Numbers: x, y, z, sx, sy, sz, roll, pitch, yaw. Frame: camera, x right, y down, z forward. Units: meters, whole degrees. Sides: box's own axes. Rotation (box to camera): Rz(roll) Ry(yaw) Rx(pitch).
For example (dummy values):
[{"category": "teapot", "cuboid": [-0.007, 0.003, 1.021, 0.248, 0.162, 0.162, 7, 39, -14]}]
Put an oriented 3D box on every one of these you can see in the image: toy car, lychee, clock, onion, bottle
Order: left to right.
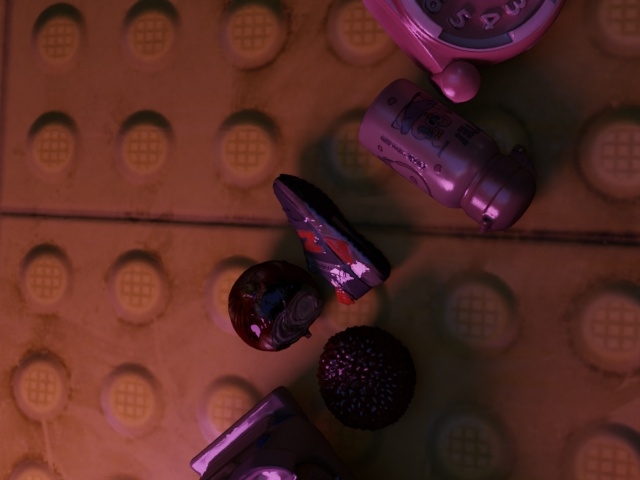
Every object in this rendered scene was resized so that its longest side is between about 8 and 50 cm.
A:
[{"category": "onion", "cuboid": [-0.061, 0.079, 1.062, 0.118, 0.118, 0.117, 39, 75, 18]}, {"category": "toy car", "cuboid": [-0.006, 0.372, 0.996, 0.242, 0.226, 0.336, -42, 101, 15]}, {"category": "lychee", "cuboid": [0.051, 0.160, 1.005, 0.123, 0.123, 0.129, -32, 113, 18]}, {"category": "bottle", "cuboid": [0.155, -0.099, 0.982, 0.209, 0.097, 0.110, 38, 75, 17]}, {"category": "clock", "cuboid": [0.168, -0.310, 0.952, 0.241, 0.142, 0.227, -42, 99, 7]}]

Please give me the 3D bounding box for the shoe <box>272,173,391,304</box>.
[{"category": "shoe", "cuboid": [-0.001, -0.001, 1.056, 0.194, 0.074, 0.077, 45, 110, 14]}]
